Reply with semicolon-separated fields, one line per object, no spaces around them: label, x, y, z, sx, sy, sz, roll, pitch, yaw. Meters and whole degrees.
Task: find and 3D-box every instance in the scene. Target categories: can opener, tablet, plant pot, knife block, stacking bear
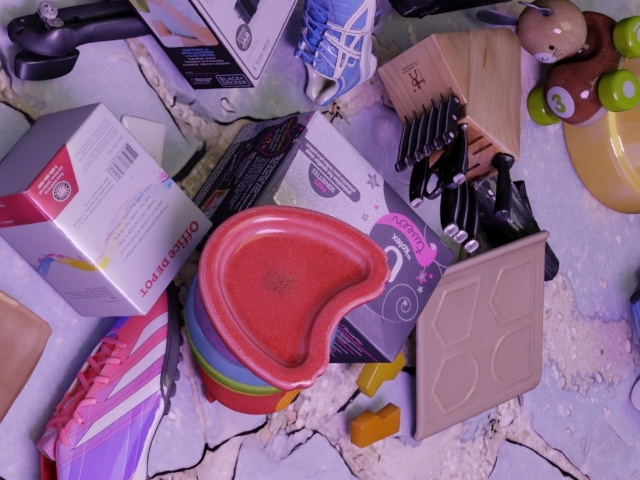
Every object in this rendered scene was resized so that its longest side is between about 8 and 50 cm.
can opener;-0.238;-0.219;1.590;0.186;0.073;0.059;-25;65;-40
tablet;-0.190;-0.087;1.641;0.054;0.006;0.083;11;80;-37
plant pot;0.486;-0.168;2.025;0.254;0.239;0.254;3;85;-39
knife block;0.179;-0.118;1.794;0.275;0.088;0.242;-15;79;-55
stacking bear;-0.059;0.092;1.566;0.164;0.289;0.175;35;65;5

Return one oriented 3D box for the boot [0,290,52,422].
boot;-0.399;0.141;1.422;0.236;0.089;0.270;39;62;-33

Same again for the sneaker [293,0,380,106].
sneaker;0.014;-0.227;1.716;0.081;0.080;0.211;-45;150;-21

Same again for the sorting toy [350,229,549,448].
sorting toy;0.151;0.122;1.835;0.307;0.041;0.229;-18;121;-36

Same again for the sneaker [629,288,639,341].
sneaker;0.521;0.073;2.099;0.330;0.129;0.147;-17;81;-52

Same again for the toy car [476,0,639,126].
toy car;0.288;-0.241;1.931;0.188;0.155;0.149;28;71;-31

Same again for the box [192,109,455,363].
box;0.000;0.000;1.697;0.247;0.142;0.163;46;62;-27

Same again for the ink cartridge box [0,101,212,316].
ink cartridge box;-0.225;-0.026;1.533;0.176;0.127;0.128;49;60;-24

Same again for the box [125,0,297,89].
box;-0.136;-0.309;1.583;0.290;0.087;0.169;52;50;-44

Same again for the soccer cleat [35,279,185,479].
soccer cleat;-0.217;0.176;1.549;0.116;0.108;0.318;17;73;-17

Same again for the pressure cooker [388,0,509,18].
pressure cooker;0.205;-0.487;1.732;0.370;0.375;0.421;-33;109;-77

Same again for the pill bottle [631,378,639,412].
pill bottle;0.483;0.238;2.098;0.137;0.078;0.078;43;63;-27

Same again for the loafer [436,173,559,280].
loafer;0.230;-0.042;1.920;0.078;0.076;0.223;-48;112;-21
